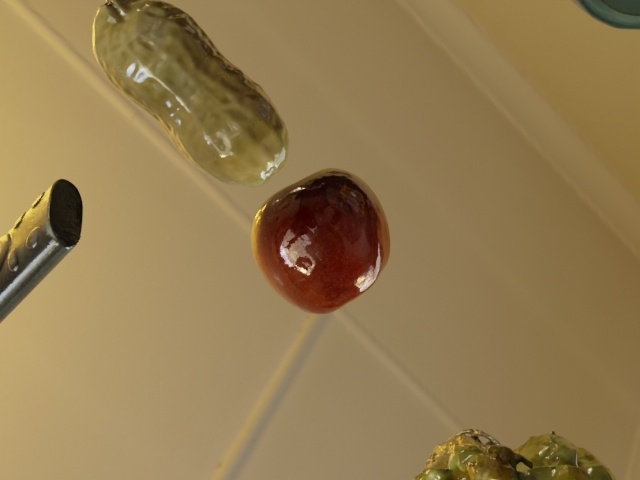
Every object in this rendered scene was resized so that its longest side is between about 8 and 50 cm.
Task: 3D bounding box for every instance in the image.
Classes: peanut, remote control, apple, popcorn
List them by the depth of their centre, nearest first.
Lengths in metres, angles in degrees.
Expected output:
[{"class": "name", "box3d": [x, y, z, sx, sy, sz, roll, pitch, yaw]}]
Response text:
[{"class": "popcorn", "box3d": [0.159, 0.267, 0.883, 0.183, 0.221, 0.204, 24, -146, -57]}, {"class": "remote control", "box3d": [-0.369, 0.089, 1.068, 0.044, 0.377, 0.107, 32, -153, -33]}, {"class": "peanut", "box3d": [-0.155, -0.179, 1.249, 0.290, 0.130, 0.130, 46, -137, 2]}, {"class": "apple", "box3d": [0.000, 0.000, 1.643, 0.201, 0.218, 0.218, 55, -138, -4]}]

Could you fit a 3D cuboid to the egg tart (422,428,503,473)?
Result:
[{"class": "egg tart", "box3d": [0.198, 0.335, 1.227, 0.094, 0.234, 0.234, -4, -114, -24]}]

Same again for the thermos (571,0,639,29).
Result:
[{"class": "thermos", "box3d": [0.262, -0.309, 1.036, 0.182, 0.145, 0.286, 21, -160, -12]}]
